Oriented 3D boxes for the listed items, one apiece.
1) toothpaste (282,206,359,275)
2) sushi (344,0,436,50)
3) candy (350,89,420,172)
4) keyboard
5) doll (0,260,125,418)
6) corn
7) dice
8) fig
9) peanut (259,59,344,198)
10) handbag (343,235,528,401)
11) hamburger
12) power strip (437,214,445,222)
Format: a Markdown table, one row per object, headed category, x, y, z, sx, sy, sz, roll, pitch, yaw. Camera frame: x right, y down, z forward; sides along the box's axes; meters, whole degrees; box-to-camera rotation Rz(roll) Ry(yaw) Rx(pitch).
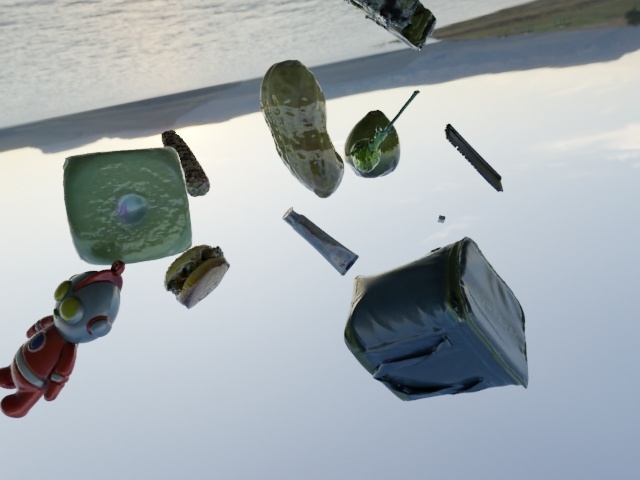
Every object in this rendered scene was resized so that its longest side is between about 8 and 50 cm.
| category | x | y | z | sx | sy | sz | roll | pitch | yaw |
| --- | --- | --- | --- | --- | --- | --- | --- | --- | --- |
| toothpaste | 0.000 | 0.000 | 1.636 | 0.100 | 0.323 | 0.066 | -51 | -163 | -4 |
| sushi | 0.197 | -0.662 | 1.241 | 0.291 | 0.139 | 0.131 | 36 | -161 | 4 |
| candy | 0.149 | -0.255 | 1.044 | 0.073 | 0.077 | 0.262 | -48 | 180 | -38 |
| keyboard | 0.399 | -0.211 | 1.163 | 0.023 | 0.231 | 0.072 | -35 | -152 | 37 |
| doll | -0.486 | 0.171 | 0.850 | 0.336 | 0.105 | 0.199 | -48 | -129 | -1 |
| corn | -0.492 | -0.280 | 1.615 | 0.098 | 0.290 | 0.098 | -31 | 161 | -12 |
| dice | -0.447 | -0.087 | 1.052 | 0.254 | 0.252 | 0.249 | -9 | -168 | -23 |
| fig | 0.208 | -0.386 | 1.793 | 0.239 | 0.271 | 0.239 | 2 | -159 | -1 |
| peanut | -0.033 | -0.229 | 0.962 | 0.146 | 0.306 | 0.147 | -16 | -158 | 7 |
| handbag | 0.203 | 0.147 | 0.794 | 0.241 | 0.263 | 0.222 | -24 | -151 | 35 |
| hamburger | -0.348 | 0.089 | 1.272 | 0.191 | 0.118 | 0.182 | -47 | 174 | 10 |
| power strip | 0.451 | -0.080 | 1.668 | 0.027 | 0.017 | 0.083 | 12 | 175 | 13 |
